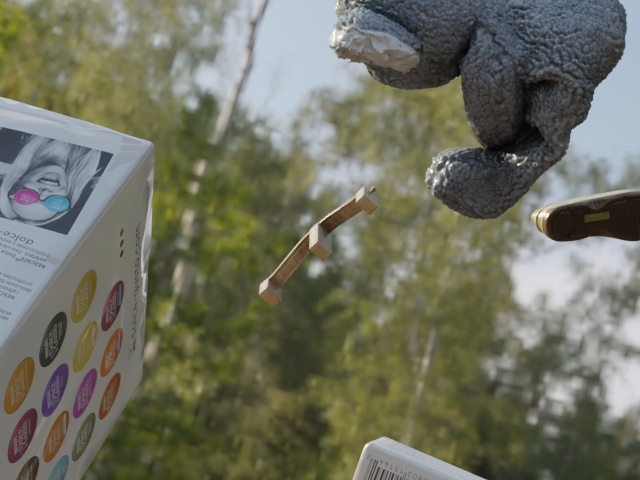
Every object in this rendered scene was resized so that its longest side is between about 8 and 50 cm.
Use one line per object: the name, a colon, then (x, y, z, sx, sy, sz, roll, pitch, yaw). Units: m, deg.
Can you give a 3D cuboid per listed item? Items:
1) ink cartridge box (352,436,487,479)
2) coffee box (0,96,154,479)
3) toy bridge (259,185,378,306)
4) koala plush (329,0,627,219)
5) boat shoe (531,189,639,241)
ink cartridge box: (0.146, 0.388, 1.657, 0.296, 0.261, 0.066, 22, 6, 18)
coffee box: (-0.380, 0.080, 1.444, 0.338, 0.334, 0.337, 18, -46, 11)
toy bridge: (0.000, 0.000, 1.841, 0.026, 0.063, 0.188, 42, -73, -15)
koala plush: (0.110, -0.167, 1.248, 0.221, 0.196, 0.203, 28, -40, -15)
boat shoe: (0.367, -0.037, 2.016, 0.190, 0.068, 0.072, 0, 12, -18)
